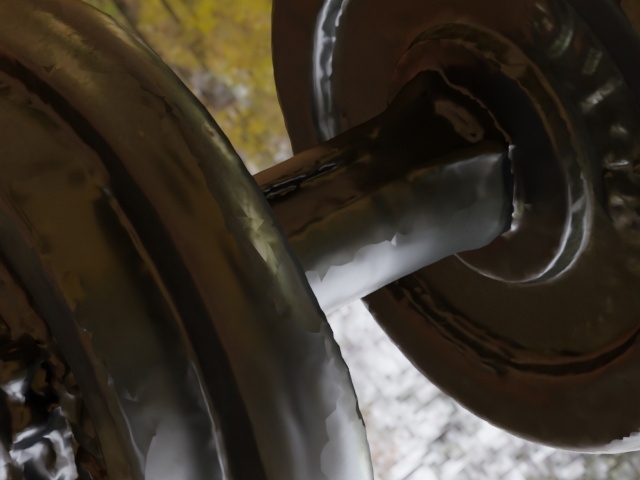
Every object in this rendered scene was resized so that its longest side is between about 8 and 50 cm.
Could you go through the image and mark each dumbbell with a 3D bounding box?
[{"bbox_3d":[0.000,0.000,0.492,0.290,0.192,0.192,-27,-168,-32],"label":"dumbbell"}]
